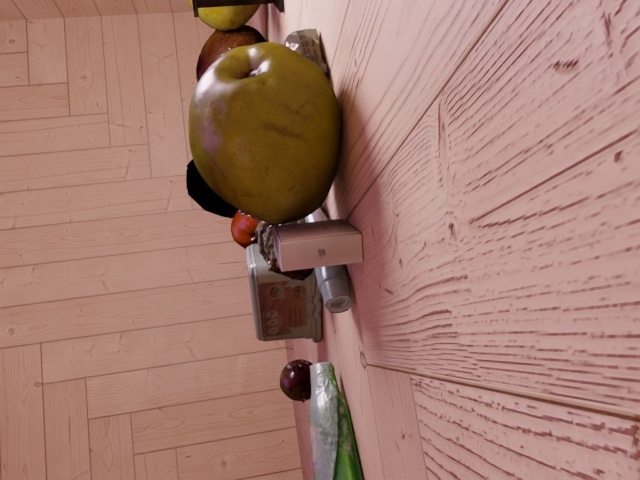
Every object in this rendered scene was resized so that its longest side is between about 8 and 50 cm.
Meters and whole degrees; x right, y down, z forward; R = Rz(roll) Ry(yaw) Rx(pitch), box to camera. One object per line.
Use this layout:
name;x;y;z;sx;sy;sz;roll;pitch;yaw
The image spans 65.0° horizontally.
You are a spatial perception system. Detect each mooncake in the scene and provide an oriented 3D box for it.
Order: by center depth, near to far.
mooncake;-0.031;-0.305;0.931;0.130;0.073;0.125;95;164;-61

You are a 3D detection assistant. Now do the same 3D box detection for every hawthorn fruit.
hawthorn fruit;-0.205;-0.074;1.828;0.260;0.224;0.224;-89;0;-50

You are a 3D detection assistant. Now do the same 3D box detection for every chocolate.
chocolate;0.022;0.405;1.073;0.110;0.110;0.291;96;167;-56
chocolate;-0.318;-0.316;1.979;0.383;0.384;0.331;92;174;-47

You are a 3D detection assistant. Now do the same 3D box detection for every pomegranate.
pomegranate;-0.055;0.447;1.546;0.159;0.130;0.129;65;175;-12

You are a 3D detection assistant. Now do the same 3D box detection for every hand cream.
hand cream;0.000;0.000;0.994;0.085;0.058;0.331;45;-161;-41

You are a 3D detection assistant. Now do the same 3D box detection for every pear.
pear;-0.084;-0.165;0.831;0.307;0.253;0.252;70;-173;-61
pear;-0.340;-0.898;1.765;0.304;0.304;0.303;173;90;-81

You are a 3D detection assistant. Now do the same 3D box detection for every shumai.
shumai;-0.051;0.004;1.135;0.142;0.184;0.184;50;155;28

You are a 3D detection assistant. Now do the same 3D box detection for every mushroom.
mushroom;-0.327;-0.643;1.962;0.356;0.334;0.331;58;-164;-14

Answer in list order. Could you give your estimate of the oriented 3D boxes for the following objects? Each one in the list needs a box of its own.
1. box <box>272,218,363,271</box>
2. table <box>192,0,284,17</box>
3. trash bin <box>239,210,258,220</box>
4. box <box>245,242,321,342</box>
box;-0.009;0.004;0.830;0.130;0.129;0.051;-129;34;-75
table;-0.244;-0.742;1.401;0.282;0.251;0.196;-111;17;-55
trash bin;-0.114;-0.155;1.276;0.234;0.184;0.162;-102;10;-64
box;-0.098;0.135;1.356;0.175;0.183;0.311;-108;14;-53
